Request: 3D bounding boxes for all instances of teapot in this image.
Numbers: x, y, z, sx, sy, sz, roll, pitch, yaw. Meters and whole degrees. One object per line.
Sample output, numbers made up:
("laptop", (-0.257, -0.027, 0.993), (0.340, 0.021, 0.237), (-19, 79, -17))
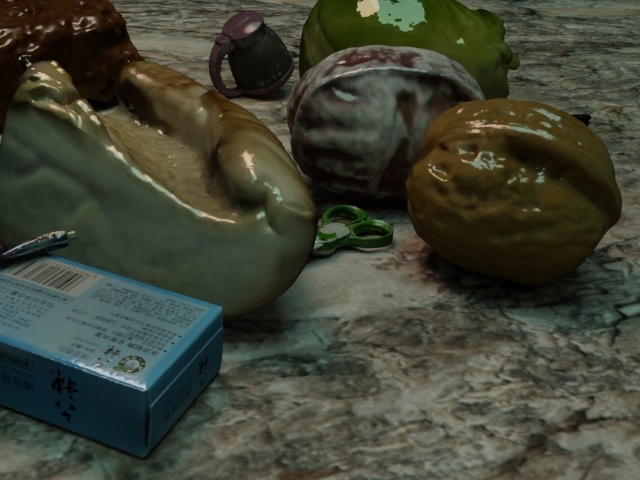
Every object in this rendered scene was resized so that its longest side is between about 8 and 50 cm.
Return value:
("teapot", (-0.136, -0.343, 1.511), (0.148, 0.146, 0.116), (-19, 46, 7))

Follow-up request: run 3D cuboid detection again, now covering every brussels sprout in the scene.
("brussels sprout", (0.125, -0.290, 1.358), (0.315, 0.275, 0.371), (0, 30, -40))

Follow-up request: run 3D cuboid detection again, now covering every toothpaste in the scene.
("toothpaste", (-0.285, 0.005, 0.830), (0.083, 0.019, 0.027), (-19, 13, -35))

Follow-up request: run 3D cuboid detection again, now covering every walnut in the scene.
("walnut", (0.238, -0.059, 1.018), (0.257, 0.257, 0.224), (15, 62, 17))

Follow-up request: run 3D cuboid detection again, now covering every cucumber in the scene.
("cucumber", (0.435, -0.215, 1.512), (0.135, 0.033, 0.034), (0, 67, -10))

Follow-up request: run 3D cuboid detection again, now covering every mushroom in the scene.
("mushroom", (-0.156, -0.056, 0.975), (0.398, 0.224, 0.314), (25, 20, 19))

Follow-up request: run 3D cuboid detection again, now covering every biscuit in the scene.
("biscuit", (-0.542, -0.324, 1.392), (0.343, 0.166, 0.395), (24, 35, 33))

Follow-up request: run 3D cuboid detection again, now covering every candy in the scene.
("candy", (0.097, -0.159, 1.161), (0.290, 0.214, 0.157), (2, 33, -3))

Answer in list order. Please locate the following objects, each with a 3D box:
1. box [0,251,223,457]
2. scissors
("box", (-0.225, 0.097, 0.777), (0.232, 0.083, 0.142), (16, 29, 15))
("scissors", (0.000, 0.000, 1.048), (0.101, 0.027, 0.204), (28, 34, 37))
